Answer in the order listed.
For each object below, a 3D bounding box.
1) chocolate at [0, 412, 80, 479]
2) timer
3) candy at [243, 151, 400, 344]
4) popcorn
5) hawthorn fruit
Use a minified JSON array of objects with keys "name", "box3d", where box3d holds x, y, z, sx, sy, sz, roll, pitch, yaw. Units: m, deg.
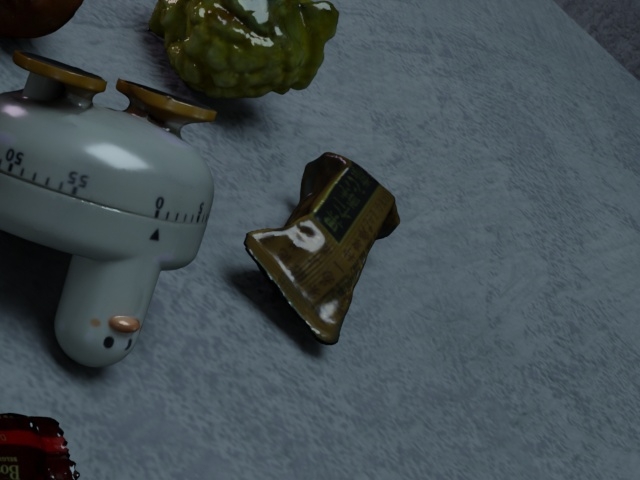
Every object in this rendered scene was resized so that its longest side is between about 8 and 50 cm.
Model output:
[{"name":"chocolate","box3d":[-0.262,0.157,1.173,0.182,0.028,0.086,14,39,-43]},{"name":"timer","box3d":[-0.213,-0.027,1.381,0.233,0.240,0.233,17,6,-2]},{"name":"candy","box3d":[0.000,0.000,1.680,0.143,0.101,0.271,43,32,-8]},{"name":"popcorn","box3d":[-0.095,-0.253,1.856,0.189,0.169,0.218,9,50,-37]},{"name":"hawthorn fruit","box3d":[-0.308,-0.288,1.662,0.148,0.148,0.172,43,15,4]}]
